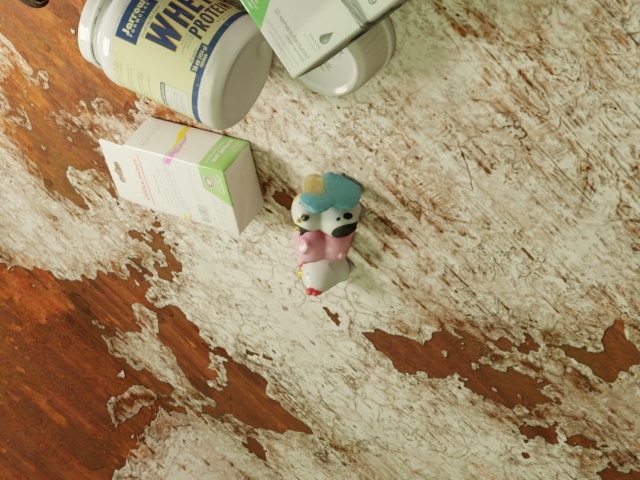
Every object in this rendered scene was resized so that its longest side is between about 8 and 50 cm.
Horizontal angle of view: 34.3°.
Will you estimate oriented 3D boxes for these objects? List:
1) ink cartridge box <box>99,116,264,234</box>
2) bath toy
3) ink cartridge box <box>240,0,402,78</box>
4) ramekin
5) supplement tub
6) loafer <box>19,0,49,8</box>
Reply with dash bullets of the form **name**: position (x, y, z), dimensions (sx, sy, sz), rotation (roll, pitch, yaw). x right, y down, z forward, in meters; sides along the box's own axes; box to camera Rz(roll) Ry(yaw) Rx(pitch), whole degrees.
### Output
- **ink cartridge box**: position (-0.323, -0.161, 2.418), dimensions (0.353, 0.119, 0.207), rotation (17, 141, 24)
- **bath toy**: position (0.000, 0.000, 2.324), dimensions (0.151, 0.129, 0.348), rotation (25, 144, 15)
- **ink cartridge box**: position (0.022, -0.436, 1.695), dimensions (0.289, 0.121, 0.211), rotation (-32, 94, 34)
- **ramekin**: position (0.021, -0.362, 1.898), dimensions (0.207, 0.109, 0.207), rotation (23, 143, 19)
- **supplement tub**: position (-0.281, -0.378, 2.026), dimensions (0.325, 0.235, 0.235), rotation (26, 144, 14)
- **loafer**: position (-0.644, -0.596, 2.216), dimensions (0.078, 0.080, 0.220), rotation (0, 131, 41)
